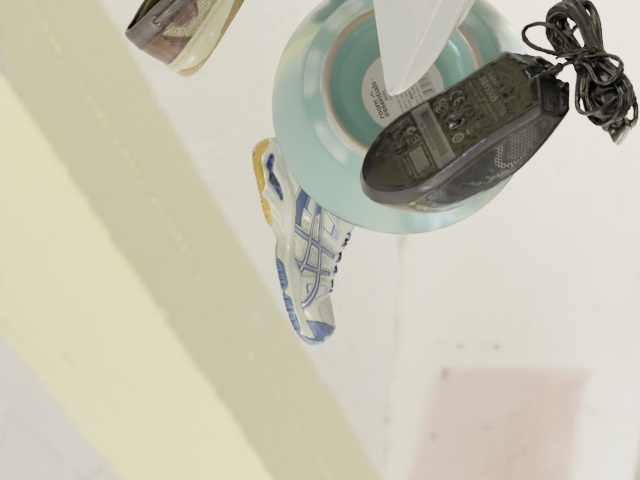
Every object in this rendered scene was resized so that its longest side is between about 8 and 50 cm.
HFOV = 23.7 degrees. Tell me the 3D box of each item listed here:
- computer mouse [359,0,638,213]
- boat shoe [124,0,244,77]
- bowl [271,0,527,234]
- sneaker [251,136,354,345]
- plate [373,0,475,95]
[{"bbox_3d":[0.167,-0.101,1.444,0.072,0.272,0.188,48,-161,-40],"label":"computer mouse"},{"bbox_3d":[-0.104,-0.305,1.545,0.092,0.103,0.285,23,-75,-27],"label":"boat shoe"},{"bbox_3d":[0.094,-0.167,1.717,0.163,0.311,0.312,54,-144,-85],"label":"bowl"},{"bbox_3d":[0.000,0.000,2.007,0.112,0.131,0.296,-104,2,-66],"label":"sneaker"},{"bbox_3d":[0.111,-0.289,1.185,0.277,0.045,0.278,-95,25,-47],"label":"plate"}]
